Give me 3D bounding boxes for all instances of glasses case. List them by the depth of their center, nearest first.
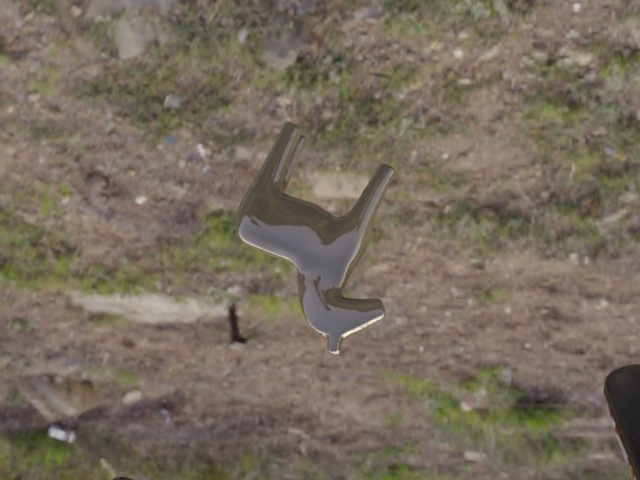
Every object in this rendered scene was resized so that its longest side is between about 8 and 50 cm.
[{"bbox_3d":[0.469,0.276,1.530,0.103,0.266,0.067,-8,129,3],"label":"glasses case"}]

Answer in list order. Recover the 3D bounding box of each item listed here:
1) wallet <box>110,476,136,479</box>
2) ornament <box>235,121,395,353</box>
[{"bbox_3d":[-0.247,0.410,1.149,0.191,0.046,0.379,35,108,-27],"label":"wallet"},{"bbox_3d":[0.000,0.000,1.376,0.230,0.244,0.061,23,168,16],"label":"ornament"}]
